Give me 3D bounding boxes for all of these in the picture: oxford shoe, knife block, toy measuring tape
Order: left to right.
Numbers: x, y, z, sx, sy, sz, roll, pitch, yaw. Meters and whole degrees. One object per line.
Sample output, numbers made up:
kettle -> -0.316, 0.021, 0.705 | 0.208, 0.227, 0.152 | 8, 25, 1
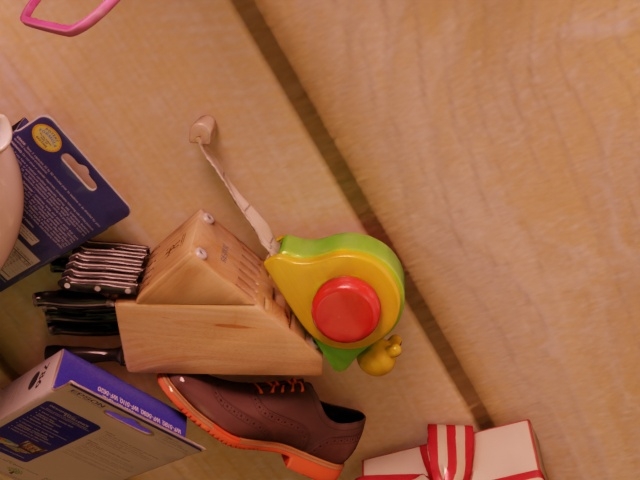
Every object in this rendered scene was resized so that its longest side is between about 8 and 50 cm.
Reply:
knife block -> -0.164, 0.095, 0.917 | 0.242, 0.088, 0.275 | -39, 115, 24
oxford shoe -> -0.064, 0.189, 0.977 | 0.271, 0.097, 0.098 | 31, 97, -32
toy measuring tape -> 0.000, 0.000, 0.846 | 0.121, 0.121, 0.330 | -26, 108, 17

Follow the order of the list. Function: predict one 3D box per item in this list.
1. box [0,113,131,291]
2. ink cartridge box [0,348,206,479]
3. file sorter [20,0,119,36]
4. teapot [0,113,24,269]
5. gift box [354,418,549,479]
box -> -0.317, -0.033, 0.865 | 0.225, 0.036, 0.136 | -27, 119, 18
ink cartridge box -> -0.273, 0.210, 0.941 | 0.165, 0.065, 0.332 | 36, 138, -26
file sorter -> -0.221, -0.292, 0.529 | 0.182, 0.202, 0.290 | -51, 125, -9
teapot -> -0.385, -0.013, 0.721 | 0.252, 0.187, 0.256 | -2, 121, -15
gift box -> 0.168, 0.394, 1.009 | 0.276, 0.255, 0.258 | -20, 123, 10
